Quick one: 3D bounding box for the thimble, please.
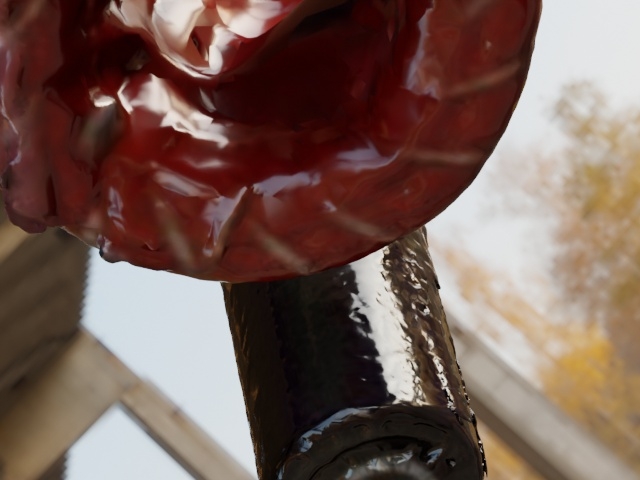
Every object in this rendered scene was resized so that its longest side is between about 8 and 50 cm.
[{"bbox_3d":[-0.017,-0.090,0.554,0.125,0.163,0.189,-85,15,-56],"label":"thimble"}]

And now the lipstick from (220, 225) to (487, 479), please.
[{"bbox_3d":[0.000,0.000,0.716,0.081,0.081,0.299,-55,25,26],"label":"lipstick"}]
